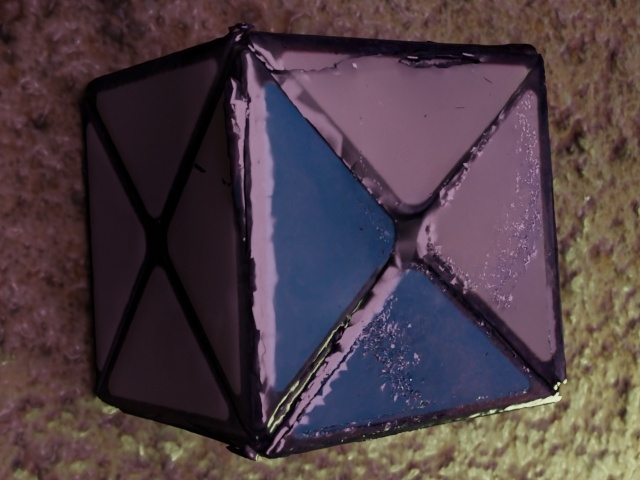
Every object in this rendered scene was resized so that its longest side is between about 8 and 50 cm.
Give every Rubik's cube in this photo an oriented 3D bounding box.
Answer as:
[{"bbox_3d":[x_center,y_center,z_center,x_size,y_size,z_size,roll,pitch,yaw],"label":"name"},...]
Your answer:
[{"bbox_3d":[0.000,0.000,1.042,0.307,0.310,0.305,-3,90,-31],"label":"Rubik's cube"}]
